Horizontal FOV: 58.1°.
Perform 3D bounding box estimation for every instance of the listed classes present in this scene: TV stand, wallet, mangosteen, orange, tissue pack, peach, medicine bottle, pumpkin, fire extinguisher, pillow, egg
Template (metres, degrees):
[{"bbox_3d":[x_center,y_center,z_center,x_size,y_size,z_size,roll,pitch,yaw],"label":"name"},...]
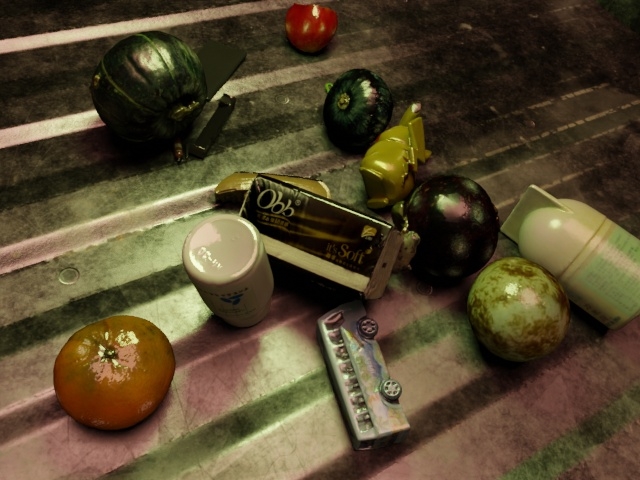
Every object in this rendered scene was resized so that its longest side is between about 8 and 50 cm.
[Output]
[{"bbox_3d":[-0.321,-0.348,1.733,0.049,0.040,0.256,24,51,-4],"label":"TV stand"},{"bbox_3d":[-0.367,-0.564,1.898,0.146,0.030,0.285,25,53,2],"label":"wallet"},{"bbox_3d":[0.325,-0.034,1.520,0.287,0.288,0.288,7,52,-9],"label":"mangosteen"},{"bbox_3d":[-0.416,0.259,1.172,0.240,0.171,0.240,7,51,-9],"label":"orange"},{"bbox_3d":[0.000,0.000,1.376,0.369,0.210,0.198,23,88,18],"label":"tissue pack"},{"bbox_3d":[-0.032,-0.767,2.029,0.190,0.192,0.190,13,54,-18],"label":"peach"},{"bbox_3d":[0.699,0.029,1.570,0.406,0.236,0.235,39,55,16],"label":"medicine bottle"},{"bbox_3d":[0.113,-0.409,1.771,0.163,0.233,0.233,2,48,-45],"label":"pumpkin"},{"bbox_3d":[-0.399,-0.256,1.663,0.046,0.032,0.100,20,41,-44],"label":"fire extinguisher"},{"bbox_3d":[0.153,0.056,1.470,0.051,0.241,0.093,-21,88,-65],"label":"pillow"},{"bbox_3d":[0.482,0.162,1.423,0.238,0.238,0.289,15,29,-2],"label":"egg"},{"bbox_3d":[-0.464,-0.415,1.578,0.323,0.323,0.241,-34,75,-32],"label":"pumpkin"},{"bbox_3d":[-0.191,0.079,1.269,0.170,0.293,0.170,-1,63,3],"label":"medicine bottle"}]

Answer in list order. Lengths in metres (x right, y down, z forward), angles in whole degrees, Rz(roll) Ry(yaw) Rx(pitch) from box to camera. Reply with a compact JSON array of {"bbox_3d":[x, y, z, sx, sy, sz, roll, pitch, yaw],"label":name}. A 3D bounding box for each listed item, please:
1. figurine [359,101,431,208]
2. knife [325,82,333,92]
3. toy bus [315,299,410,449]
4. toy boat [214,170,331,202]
[{"bbox_3d":[0.225,-0.248,1.697,0.169,0.218,0.327,5,44,21],"label":"figurine"},{"bbox_3d":[0.051,-0.462,1.922,0.078,0.023,0.166,-7,57,-26],"label":"knife"},{"bbox_3d":[0.091,0.300,1.310,0.135,0.109,0.330,-13,56,-11],"label":"toy bus"},{"bbox_3d":[-0.128,-0.112,1.577,0.321,0.089,0.122,6,68,-9],"label":"toy boat"}]
